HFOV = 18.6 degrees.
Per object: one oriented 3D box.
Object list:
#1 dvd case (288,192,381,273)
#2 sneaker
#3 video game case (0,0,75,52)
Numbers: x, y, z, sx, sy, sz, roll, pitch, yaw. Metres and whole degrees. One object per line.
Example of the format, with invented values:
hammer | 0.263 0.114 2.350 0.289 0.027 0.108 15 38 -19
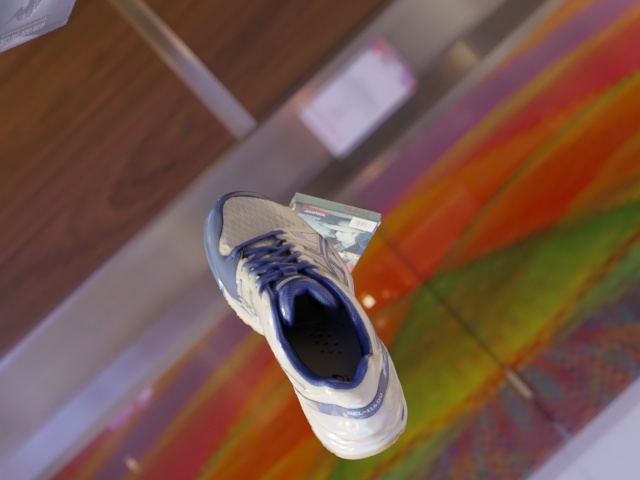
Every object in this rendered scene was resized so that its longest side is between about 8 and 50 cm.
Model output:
dvd case | 0.000 0.000 1.893 0.087 0.013 0.119 14 146 -10
sneaker | -0.014 0.046 1.718 0.296 0.112 0.131 54 169 31
video game case | -0.187 -0.266 1.437 0.026 0.274 0.196 28 -158 8
